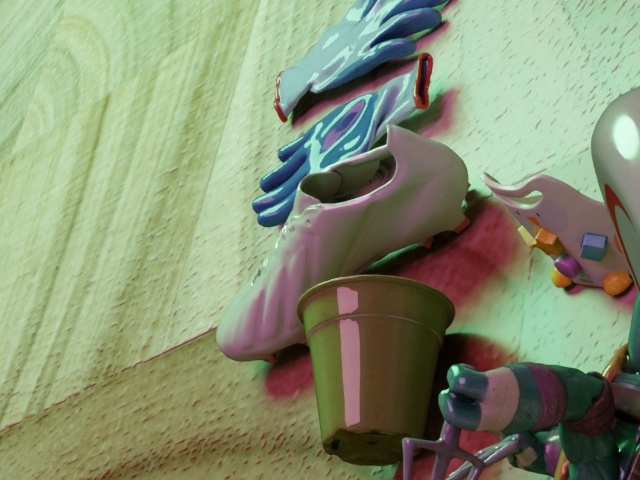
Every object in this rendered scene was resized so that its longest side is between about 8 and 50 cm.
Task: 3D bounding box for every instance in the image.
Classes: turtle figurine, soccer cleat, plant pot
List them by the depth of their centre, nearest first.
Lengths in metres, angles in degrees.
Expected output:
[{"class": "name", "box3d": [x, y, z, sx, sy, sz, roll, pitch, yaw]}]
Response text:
[{"class": "turtle figurine", "box3d": [0.117, 0.072, 0.809, 0.234, 0.118, 0.175, -59, -12, -14]}, {"class": "plant pot", "box3d": [0.027, 0.071, 0.988, 0.083, 0.083, 0.079, -25, 51, 42]}, {"class": "soccer cleat", "box3d": [0.000, 0.000, 1.097, 0.196, 0.076, 0.068, -37, 32, 29]}]

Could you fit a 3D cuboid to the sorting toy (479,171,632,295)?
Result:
[{"class": "sorting toy", "box3d": [0.116, -0.012, 0.936, 0.083, 0.075, 0.045, 6, 63, 59]}]

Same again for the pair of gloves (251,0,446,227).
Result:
[{"class": "pair of gloves", "box3d": [0.020, -0.091, 1.229, 0.159, 0.023, 0.198, -35, 32, 34]}]

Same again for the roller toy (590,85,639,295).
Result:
[{"class": "roller toy", "box3d": [0.191, 0.013, 0.651, 0.146, 0.209, 0.191, -24, 76, 5]}]
